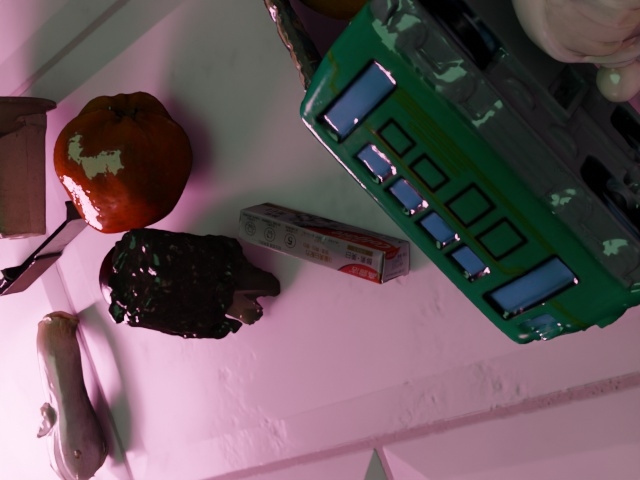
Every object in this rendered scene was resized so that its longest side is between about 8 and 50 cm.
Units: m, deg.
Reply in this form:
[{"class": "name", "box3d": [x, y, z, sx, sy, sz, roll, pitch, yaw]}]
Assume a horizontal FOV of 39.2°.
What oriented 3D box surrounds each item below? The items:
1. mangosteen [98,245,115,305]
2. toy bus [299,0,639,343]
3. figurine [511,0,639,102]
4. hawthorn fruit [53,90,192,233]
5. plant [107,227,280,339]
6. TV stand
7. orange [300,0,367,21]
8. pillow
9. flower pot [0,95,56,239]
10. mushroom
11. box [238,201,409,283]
[{"class": "mangosteen", "box3d": [-0.231, 0.062, 1.218, 0.140, 0.140, 0.140, 9, 105, 37]}, {"class": "toy bus", "box3d": [0.151, -0.073, 0.773, 0.343, 0.183, 0.199, 47, 132, -2]}, {"class": "figurine", "box3d": [0.230, -0.215, 0.689, 0.144, 0.256, 0.182, 46, 126, 25]}, {"class": "hawthorn fruit", "box3d": [-0.257, -0.098, 1.166, 0.189, 0.189, 0.189, 9, 105, 37]}, {"class": "plant", "box3d": [-0.157, 0.056, 1.106, 0.142, 0.203, 0.131, -4, 82, 47]}, {"class": "TV stand", "box3d": [-0.438, 0.013, 1.413, 0.256, 0.049, 0.040, -36, 76, 38]}, {"class": "orange", "box3d": [0.049, -0.312, 0.878, 0.237, 0.158, 0.179, 12, 91, 38]}, {"class": "pillow", "box3d": [-0.040, -0.241, 0.958, 0.034, 0.189, 0.255, -31, 80, 7]}, {"class": "flower pot", "box3d": [-0.484, -0.100, 1.304, 0.212, 0.212, 0.202, -6, 88, 40]}, {"class": "mushroom", "box3d": [-0.394, 0.247, 1.403, 0.099, 0.096, 0.278, -7, 96, 10]}, {"class": "box", "box3d": [0.000, 0.000, 1.052, 0.218, 0.055, 0.039, 17, 112, 36]}]
